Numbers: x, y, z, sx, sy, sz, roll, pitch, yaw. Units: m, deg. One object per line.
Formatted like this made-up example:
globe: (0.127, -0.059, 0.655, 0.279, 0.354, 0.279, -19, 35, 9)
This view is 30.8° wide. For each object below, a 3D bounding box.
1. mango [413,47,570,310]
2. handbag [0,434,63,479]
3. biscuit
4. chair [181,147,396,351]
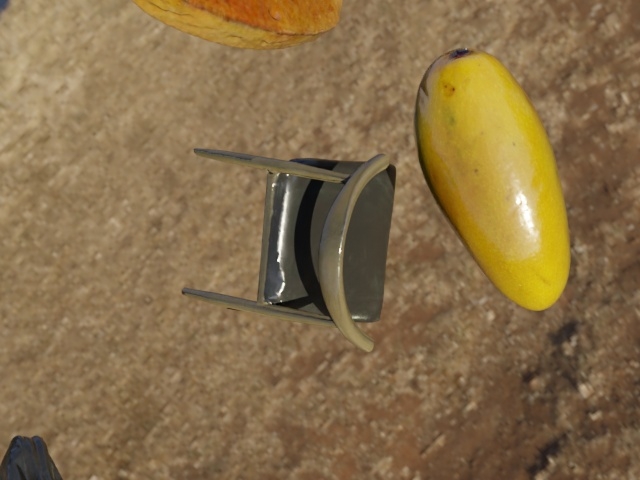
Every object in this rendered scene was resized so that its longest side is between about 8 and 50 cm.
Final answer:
mango: (0.161, -0.055, 1.078, 0.113, 0.253, 0.138, -20, -2, -23)
handbag: (-0.303, 0.365, 1.200, 0.191, 0.075, 0.332, 49, 129, 51)
biscuit: (-0.097, -0.296, 0.989, 0.052, 0.262, 0.277, -19, 80, 39)
chair: (0.000, 0.000, 1.195, 0.272, 0.166, 0.188, 11, 97, 53)
